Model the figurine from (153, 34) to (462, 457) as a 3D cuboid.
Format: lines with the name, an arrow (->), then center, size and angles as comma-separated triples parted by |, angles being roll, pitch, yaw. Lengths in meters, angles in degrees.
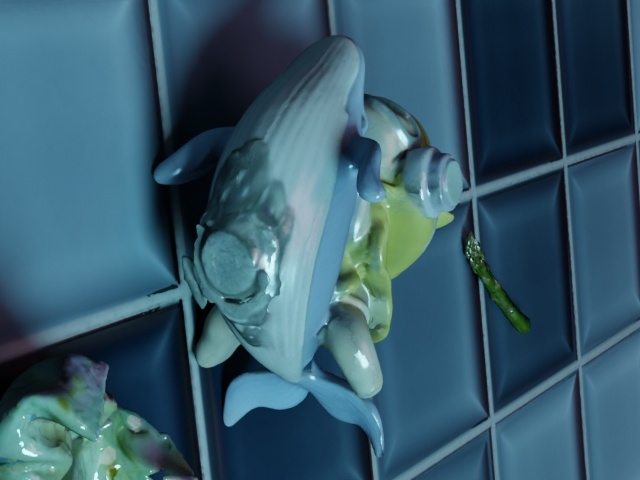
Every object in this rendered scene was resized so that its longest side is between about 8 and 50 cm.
figurine -> 0.000, 0.000, 0.726 | 0.184, 0.128, 0.208 | -10, 107, -60

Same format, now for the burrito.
burrito -> -0.123, 0.164, 0.562 | 0.144, 0.089, 0.228 | 52, 49, -61

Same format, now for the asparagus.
asparagus -> 0.125, 0.032, 1.013 | 0.114, 0.014, 0.015 | 52, 48, -44
